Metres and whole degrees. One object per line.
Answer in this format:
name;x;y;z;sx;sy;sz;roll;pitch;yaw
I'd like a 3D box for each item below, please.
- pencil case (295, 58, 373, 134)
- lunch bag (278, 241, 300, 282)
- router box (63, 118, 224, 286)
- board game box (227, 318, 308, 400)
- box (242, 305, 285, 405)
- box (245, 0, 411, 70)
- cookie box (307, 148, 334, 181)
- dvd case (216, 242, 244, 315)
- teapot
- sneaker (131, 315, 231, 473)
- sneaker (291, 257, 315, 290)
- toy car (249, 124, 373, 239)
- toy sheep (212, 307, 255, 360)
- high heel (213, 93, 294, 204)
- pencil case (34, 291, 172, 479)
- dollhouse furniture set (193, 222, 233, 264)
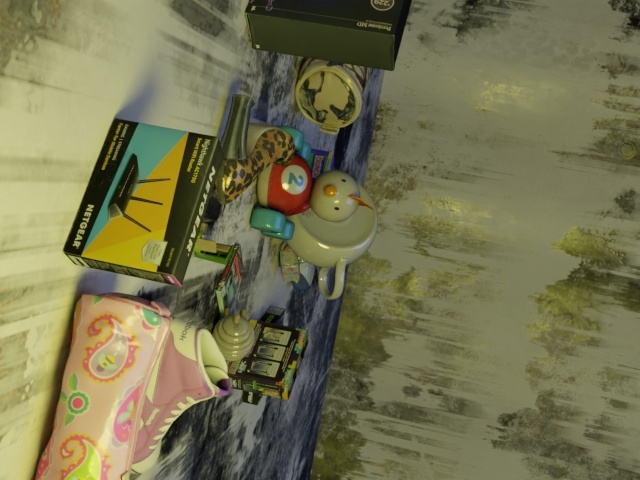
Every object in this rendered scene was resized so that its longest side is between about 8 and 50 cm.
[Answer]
pencil case;0.060;-0.431;1.977;0.410;0.160;0.183;-69;152;-46
lunch bag;-0.079;0.051;2.032;0.071;0.053;0.083;87;-2;-51
router box;-0.201;-0.046;0.949;0.046;0.133;0.178;80;23;-67
board game box;-0.115;0.259;1.791;0.170;0.141;0.048;-68;164;-47
box;-0.136;0.277;1.992;0.190;0.045;0.184;-54;156;-70
box;0.021;-0.418;1.444;0.103;0.261;0.184;80;22;-65
cookie box;-0.031;-0.167;1.897;0.040;0.107;0.091;77;25;-68
dvd case;-0.177;0.077;1.606;0.087;0.013;0.119;89;14;-52
teapot;0.008;-0.026;1.987;0.256;0.252;0.187;-52;178;-34
sneaker;-0.210;0.232;1.150;0.102;0.161;0.282;-67;166;-57
sneaker;0.000;0.000;2.215;0.112;0.131;0.296;-30;132;-80
toy car;-0.003;-0.105;1.740;0.210;0.238;0.219;44;57;-79
toy sheep;-0.167;0.182;1.572;0.132;0.091;0.091;97;9;-47
high heel;-0.121;-0.123;1.455;0.261;0.093;0.186;41;58;-66
pencil case;-0.256;0.203;0.961;0.124;0.124;0.284;52;49;-78
dollhouse furniture set;-0.178;-0.029;1.334;0.076;0.059;0.151;-69;166;-48
